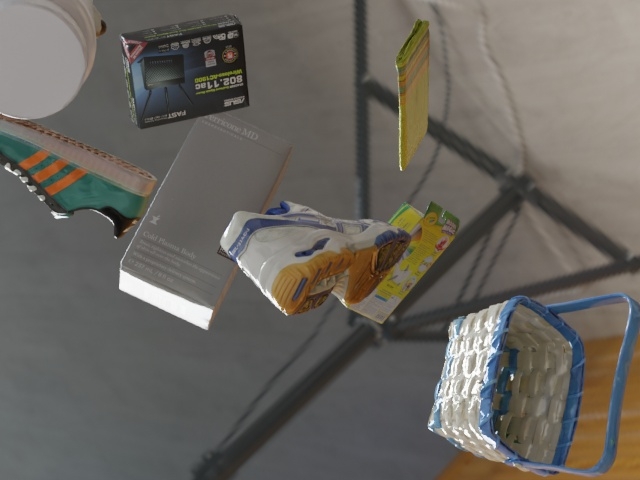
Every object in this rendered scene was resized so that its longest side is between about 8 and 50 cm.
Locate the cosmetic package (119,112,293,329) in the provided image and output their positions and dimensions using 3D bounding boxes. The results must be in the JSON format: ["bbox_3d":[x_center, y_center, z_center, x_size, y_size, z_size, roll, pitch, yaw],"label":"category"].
[{"bbox_3d":[-0.136,-0.029,1.664,0.127,0.238,0.107,23,161,0],"label":"cosmetic package"}]

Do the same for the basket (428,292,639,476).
[{"bbox_3d":[0.309,0.199,1.946,0.201,0.255,0.289,30,157,-32],"label":"basket"}]

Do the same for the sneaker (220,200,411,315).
[{"bbox_3d":[0.000,0.000,1.585,0.131,0.296,0.112,39,107,20],"label":"sneaker"}]

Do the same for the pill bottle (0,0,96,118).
[{"bbox_3d":[-0.351,-0.252,1.670,0.283,0.160,0.160,-115,0,-65],"label":"pill bottle"}]

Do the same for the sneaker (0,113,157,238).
[{"bbox_3d":[-0.406,-0.099,2.085,0.302,0.121,0.108,23,-172,-7],"label":"sneaker"}]

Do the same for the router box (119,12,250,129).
[{"bbox_3d":[-0.136,-0.171,1.401,0.038,0.122,0.092,-127,28,-55],"label":"router box"}]

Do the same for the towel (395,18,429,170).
[{"bbox_3d":[0.139,-0.221,2.131,0.021,0.102,0.237,19,145,19],"label":"towel"}]

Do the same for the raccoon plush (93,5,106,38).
[{"bbox_3d":[-0.530,-0.339,1.949,0.216,0.446,0.299,95,166,-44],"label":"raccoon plush"}]

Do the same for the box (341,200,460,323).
[{"bbox_3d":[0.104,0.022,1.849,0.043,0.179,0.105,47,-170,32],"label":"box"}]
